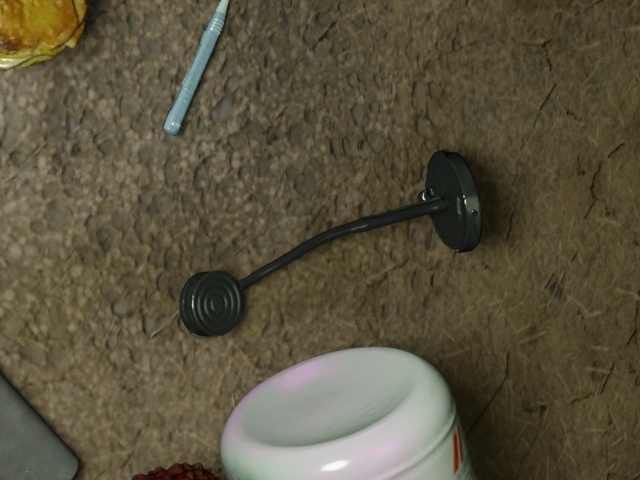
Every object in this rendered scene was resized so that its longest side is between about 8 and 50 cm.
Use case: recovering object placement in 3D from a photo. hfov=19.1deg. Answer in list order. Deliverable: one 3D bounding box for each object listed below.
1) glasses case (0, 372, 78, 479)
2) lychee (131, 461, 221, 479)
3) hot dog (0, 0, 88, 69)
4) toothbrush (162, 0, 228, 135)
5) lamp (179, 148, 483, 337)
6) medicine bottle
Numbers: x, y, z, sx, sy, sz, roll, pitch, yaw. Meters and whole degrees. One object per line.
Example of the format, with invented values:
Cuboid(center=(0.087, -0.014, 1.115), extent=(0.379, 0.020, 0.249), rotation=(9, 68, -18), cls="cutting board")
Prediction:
Cuboid(center=(-0.300, 0.167, 1.748), extent=(0.072, 0.042, 0.190), rotation=(-47, 124, -17), cls="glasses case")
Cuboid(center=(-0.144, 0.337, 1.788), extent=(0.271, 0.271, 0.271), rotation=(-7, 101, -40), cls="lychee")
Cuboid(center=(-0.275, -0.279, 1.658), extent=(0.175, 0.114, 0.259), rotation=(0, 98, -46), cls="hot dog")
Cuboid(center=(-0.105, -0.202, 1.875), extent=(0.016, 0.019, 0.219), rotation=(36, 73, -44), cls="toothbrush")
Cuboid(center=(0.026, 0.002, 1.960), extent=(0.371, 0.108, 0.130), rotation=(-17, 104, -38), cls="lamp")
Cuboid(center=(0.049, 0.287, 1.932), extent=(0.241, 0.241, 0.302), rotation=(-33, 117, -33), cls="medicine bottle")
